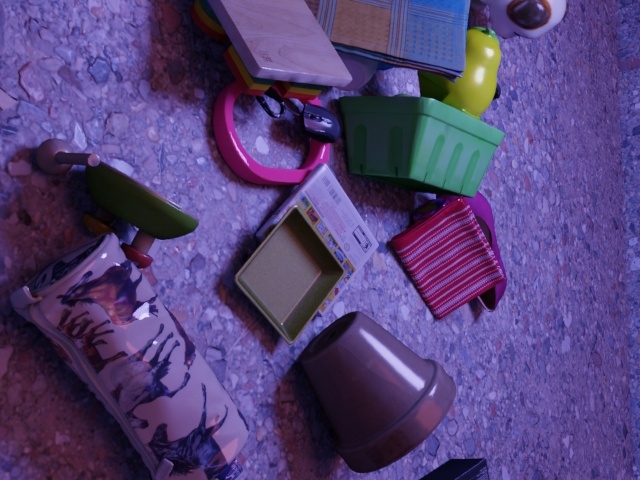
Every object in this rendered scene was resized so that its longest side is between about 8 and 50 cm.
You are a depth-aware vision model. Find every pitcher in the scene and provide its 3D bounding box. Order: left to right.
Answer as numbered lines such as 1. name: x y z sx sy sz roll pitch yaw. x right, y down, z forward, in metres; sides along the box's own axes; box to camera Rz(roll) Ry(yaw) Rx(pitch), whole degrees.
1. pitcher: 0.074 -0.404 1.710 0.178 0.125 0.207 60 29 -45

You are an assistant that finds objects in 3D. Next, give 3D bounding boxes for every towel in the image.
1. towel: 0.124 -0.468 1.631 0.040 0.370 0.272 105 -3 -56
2. towel: 0.303 0.045 1.847 0.275 0.198 0.031 56 4 -30

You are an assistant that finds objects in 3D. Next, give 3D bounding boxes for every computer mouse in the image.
1. computer mouse: -0.036 -0.245 1.502 0.242 0.041 0.071 19 71 -49

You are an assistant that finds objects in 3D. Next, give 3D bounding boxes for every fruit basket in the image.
1. fruit basket: 0.251 -0.296 1.760 0.392 0.282 0.392 -12 106 -49

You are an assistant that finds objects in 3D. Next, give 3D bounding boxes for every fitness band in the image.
1. fitness band: -0.088 -0.208 1.507 0.290 0.054 0.209 -3 87 -51

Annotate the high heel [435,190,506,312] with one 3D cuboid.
1. high heel: 0.386 0.013 1.985 0.377 0.127 0.181 48 37 -39

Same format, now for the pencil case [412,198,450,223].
1. pencil case: 0.307 0.010 1.918 0.104 0.104 0.236 -52 123 -44

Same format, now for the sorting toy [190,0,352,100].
1. sorting toy: -0.104 -0.370 1.427 0.257 0.089 0.255 -8 63 -51

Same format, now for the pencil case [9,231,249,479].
1. pencil case: -0.260 0.182 1.107 0.410 0.159 0.183 60 27 -24

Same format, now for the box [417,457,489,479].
1. box: 0.286 0.612 1.751 0.261 0.103 0.184 -7 85 -53

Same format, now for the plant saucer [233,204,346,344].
1. plant saucer: -0.063 0.062 1.448 0.188 0.045 0.188 -52 124 -24

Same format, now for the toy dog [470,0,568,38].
1. toy dog: 0.520 -0.742 2.138 0.284 0.395 0.408 -26 94 -60

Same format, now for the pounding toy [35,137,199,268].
1. pounding toy: -0.297 -0.040 1.132 0.237 0.183 0.110 34 83 -43

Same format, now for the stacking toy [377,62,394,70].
1. stacking toy: 0.248 -0.497 1.895 0.301 0.175 0.166 -15 92 -53

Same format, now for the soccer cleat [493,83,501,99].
1. soccer cleat: 0.392 -0.470 2.133 0.318 0.108 0.117 20 63 -46

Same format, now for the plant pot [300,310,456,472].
1. plant pot: 0.086 0.266 1.489 0.229 0.263 0.263 50 44 -8

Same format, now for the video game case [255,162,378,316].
1. video game case: 0.000 0.000 1.543 0.206 0.026 0.227 -50 123 -25
